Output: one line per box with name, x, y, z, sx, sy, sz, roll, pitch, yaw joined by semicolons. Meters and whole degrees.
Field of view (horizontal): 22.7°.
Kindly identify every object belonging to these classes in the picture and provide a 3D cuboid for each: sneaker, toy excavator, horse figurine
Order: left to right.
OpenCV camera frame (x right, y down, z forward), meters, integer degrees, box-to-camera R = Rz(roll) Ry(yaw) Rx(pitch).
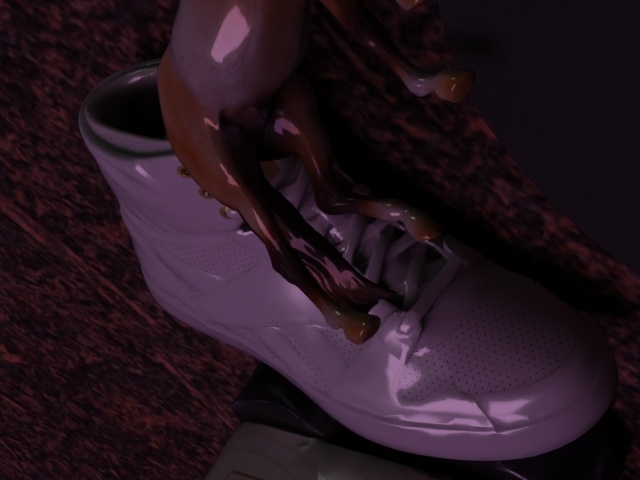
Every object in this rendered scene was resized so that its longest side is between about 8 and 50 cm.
horse figurine;-0.014;-0.071;0.651;0.174;0.066;0.263;43;147;31
sneaker;0.000;0.000;0.785;0.293;0.108;0.169;18;149;32
toy excavator;0.041;0.271;1.049;0.433;0.222;0.445;9;149;41

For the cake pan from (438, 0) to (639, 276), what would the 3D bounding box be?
cake pan;0.158;-0.049;0.554;0.293;0.054;0.293;34;160;14
